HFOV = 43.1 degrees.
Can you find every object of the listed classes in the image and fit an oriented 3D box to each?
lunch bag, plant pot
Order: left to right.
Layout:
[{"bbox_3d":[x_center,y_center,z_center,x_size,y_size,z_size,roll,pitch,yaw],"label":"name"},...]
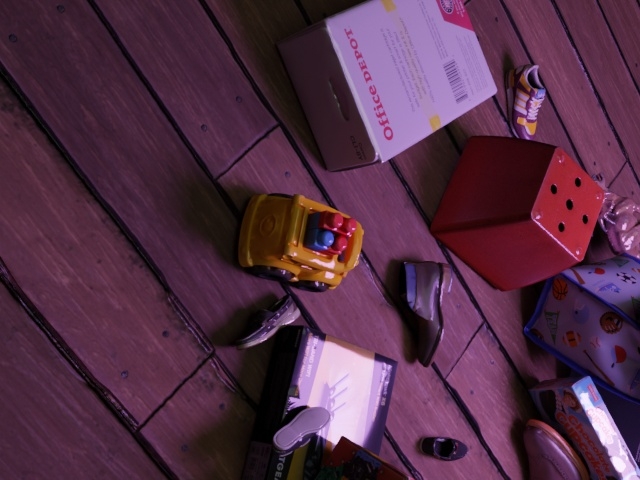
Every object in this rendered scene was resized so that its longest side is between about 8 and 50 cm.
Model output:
[{"bbox_3d":[0.445,-0.068,1.752,0.267,0.235,0.267,36,67,-26],"label":"plant pot"},{"bbox_3d":[0.732,0.205,1.850,0.327,0.385,0.239,-9,125,-37],"label":"lunch bag"}]

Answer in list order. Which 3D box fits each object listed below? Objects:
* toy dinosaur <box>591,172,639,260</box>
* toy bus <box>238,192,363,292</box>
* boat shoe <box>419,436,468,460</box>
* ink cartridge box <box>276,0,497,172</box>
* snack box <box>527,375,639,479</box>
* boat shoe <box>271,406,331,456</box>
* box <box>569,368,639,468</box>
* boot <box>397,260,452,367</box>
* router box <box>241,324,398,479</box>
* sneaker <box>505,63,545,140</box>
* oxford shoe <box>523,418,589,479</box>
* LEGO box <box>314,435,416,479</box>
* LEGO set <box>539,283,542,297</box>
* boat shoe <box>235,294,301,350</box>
[{"bbox_3d":[0.755,-0.034,2.058,0.200,0.127,0.296,-26,85,-36],"label":"toy dinosaur"},{"bbox_3d":[0.000,0.000,1.424,0.220,0.211,0.150,21,71,-37],"label":"toy bus"},{"bbox_3d":[0.267,0.438,1.701,0.133,0.042,0.049,19,72,-37],"label":"boat shoe"},{"bbox_3d":[0.137,-0.337,1.597,0.384,0.160,0.279,-33,105,-36],"label":"ink cartridge box"},{"bbox_3d":[0.607,0.464,1.824,0.060,0.187,0.322,-25,85,-21],"label":"snack box"},{"bbox_3d":[-0.034,0.324,1.368,0.046,0.038,0.125,41,45,21],"label":"boat shoe"},{"bbox_3d":[0.808,0.427,1.942,0.343,0.312,0.179,9,97,-37],"label":"box"},{"bbox_3d":[0.199,0.146,1.671,0.106,0.082,0.219,13,81,-15],"label":"boot"},{"bbox_3d":[0.003,0.334,1.473,0.242,0.081,0.309,24,71,-35],"label":"router box"},{"bbox_3d":[0.496,-0.326,1.933,0.069,0.083,0.186,-15,94,-39],"label":"sneaker"},{"bbox_3d":[0.533,0.583,1.848,0.132,0.130,0.364,-29,101,-27],"label":"oxford shoe"},{"bbox_3d":[0.149,0.634,1.421,0.500,0.193,0.373,40,77,-33],"label":"LEGO box"},{"bbox_3d":[0.552,0.125,1.971,0.054,0.023,0.083,-35,107,-35],"label":"LEGO set"},{"bbox_3d":[-0.099,0.144,1.433,0.152,0.056,0.049,-32,100,-46],"label":"boat shoe"}]
